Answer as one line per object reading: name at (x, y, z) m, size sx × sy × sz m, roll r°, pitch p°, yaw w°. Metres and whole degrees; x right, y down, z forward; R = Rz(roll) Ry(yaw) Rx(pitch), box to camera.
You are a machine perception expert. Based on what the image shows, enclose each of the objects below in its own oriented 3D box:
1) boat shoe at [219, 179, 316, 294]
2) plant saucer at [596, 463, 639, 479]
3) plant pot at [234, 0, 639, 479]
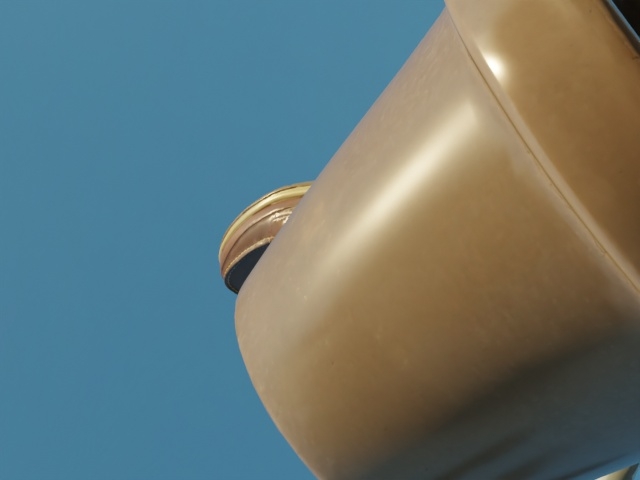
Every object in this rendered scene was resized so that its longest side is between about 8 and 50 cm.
boat shoe at (0.001, 0.000, 0.943) m, size 0.064 × 0.178 × 0.060 m, roll 32°, pitch -133°, yaw -35°
plant saucer at (0.205, 0.069, 1.154) m, size 0.100 × 0.400 × 0.400 m, roll 22°, pitch -111°, yaw 6°
plant pot at (0.089, 0.010, 0.685) m, size 0.229 × 0.263 × 0.263 m, roll -38°, pitch -96°, yaw 19°
